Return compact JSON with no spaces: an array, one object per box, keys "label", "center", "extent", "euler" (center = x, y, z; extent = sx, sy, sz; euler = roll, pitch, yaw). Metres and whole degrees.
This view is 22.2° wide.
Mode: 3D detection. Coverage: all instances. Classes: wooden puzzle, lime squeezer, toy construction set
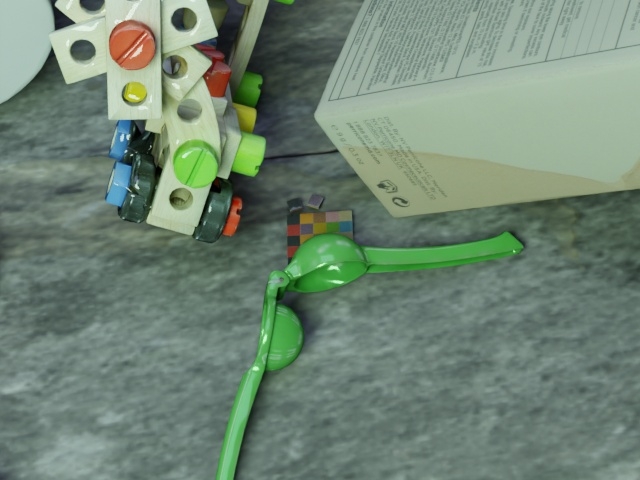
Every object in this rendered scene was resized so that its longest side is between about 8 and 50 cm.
[{"label":"wooden puzzle","center":[0.000,0.000,1.202],"extent":[0.049,0.006,0.083],"euler":[-4,54,3]},{"label":"lime squeezer","center":[-0.001,0.065,1.133],"extent":[0.310,0.059,0.110],"euler":[-42,96,-23]},{"label":"toy construction set","center":[-0.092,-0.128,1.155],"extent":[0.151,0.215,0.328],"euler":[20,18,1]}]

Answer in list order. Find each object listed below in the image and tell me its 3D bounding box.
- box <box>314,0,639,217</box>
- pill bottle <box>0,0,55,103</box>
[{"label":"box","center":[0.167,-0.118,1.119],"extent":[0.311,0.121,0.148],"euler":[-5,48,39]},{"label":"pill bottle","center":[-0.338,-0.281,1.322],"extent":[0.204,0.204,0.361],"euler":[-17,54,-7]}]
